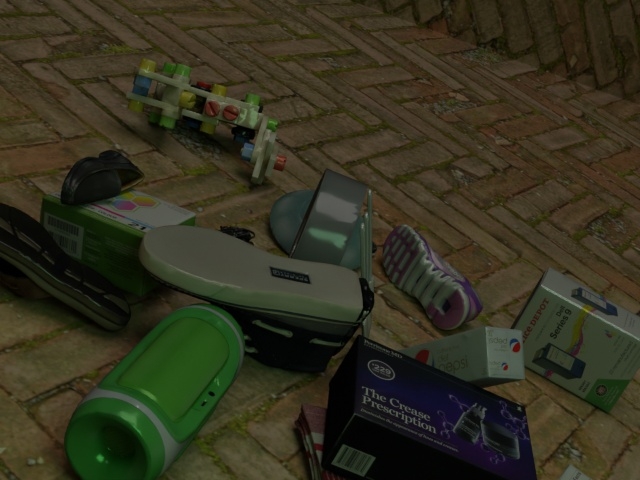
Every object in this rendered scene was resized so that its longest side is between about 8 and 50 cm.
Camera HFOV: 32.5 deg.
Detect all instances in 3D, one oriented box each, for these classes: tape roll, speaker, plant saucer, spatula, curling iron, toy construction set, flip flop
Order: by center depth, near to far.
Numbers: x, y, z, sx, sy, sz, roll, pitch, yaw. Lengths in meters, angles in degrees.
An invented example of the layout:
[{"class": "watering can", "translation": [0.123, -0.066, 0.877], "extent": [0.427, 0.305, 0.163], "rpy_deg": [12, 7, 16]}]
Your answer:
[{"class": "speaker", "translation": [-0.192, 0.184, 1.339], "extent": [0.131, 0.131, 0.296], "rpy_deg": [28, 26, 6]}, {"class": "flip flop", "translation": [-0.385, 0.044, 1.497], "extent": [0.277, 0.080, 0.112], "rpy_deg": [37, 20, -9]}, {"class": "spatula", "translation": [0.068, 0.053, 1.689], "extent": [0.019, 0.242, 0.168], "rpy_deg": [1, 28, 8]}, {"class": "tape roll", "translation": [0.000, 0.000, 1.732], "extent": [0.072, 0.219, 0.219], "rpy_deg": [21, 26, -3]}, {"class": "curling iron", "translation": [-0.211, 0.018, 1.734], "extent": [0.068, 0.035, 0.274], "rpy_deg": [18, 23, 38]}, {"class": "plant saucer", "translation": [0.007, -0.030, 1.938], "extent": [0.195, 0.037, 0.195], "rpy_deg": [13, 44, -13]}, {"class": "toy construction set", "translation": [-0.200, -0.238, 2.077], "extent": [0.328, 0.151, 0.215], "rpy_deg": [31, 1, -5]}]

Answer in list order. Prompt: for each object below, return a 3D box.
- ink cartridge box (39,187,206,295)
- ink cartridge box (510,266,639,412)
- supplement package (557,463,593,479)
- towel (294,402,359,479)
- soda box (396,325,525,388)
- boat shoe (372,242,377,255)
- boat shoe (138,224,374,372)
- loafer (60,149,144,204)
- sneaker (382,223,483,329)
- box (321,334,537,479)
[{"class": "ink cartridge box", "translation": [-0.269, -0.030, 1.648], "extent": [0.189, 0.097, 0.255], "rpy_deg": [21, 27, 20]}, {"class": "ink cartridge box", "translation": [0.438, 0.168, 1.869], "extent": [0.212, 0.154, 0.093], "rpy_deg": [31, 28, 10]}, {"class": "supplement package", "translation": [0.363, 0.400, 1.435], "extent": [0.179, 0.105, 0.105], "rpy_deg": [33, 28, 17]}, {"class": "towel", "translation": [0.104, 0.348, 1.393], "extent": [0.237, 0.037, 0.329], "rpy_deg": [15, 30, -23]}, {"class": "soda box", "translation": [0.197, 0.179, 1.585], "extent": [0.069, 0.216, 0.074], "rpy_deg": [8, 72, -30]}, {"class": "boat shoe", "translation": [0.048, -0.010, 1.994], "extent": [0.125, 0.038, 0.046], "rpy_deg": [23, 27, -4]}, {"class": "boat shoe", "translation": [-0.105, 0.095, 1.538], "extent": [0.341, 0.158, 0.127], "rpy_deg": [16, 34, -17]}, {"class": "loafer", "translation": [-0.310, -0.086, 1.564], "extent": [0.061, 0.062, 0.170], "rpy_deg": [22, 27, 11]}, {"class": "sneaker", "translation": [0.202, 0.067, 1.938], "extent": [0.104, 0.095, 0.236], "rpy_deg": [6, 36, -45]}, {"class": "box", "translation": [0.142, 0.256, 1.442], "extent": [0.261, 0.103, 0.184], "rpy_deg": [24, 24, -9]}]
